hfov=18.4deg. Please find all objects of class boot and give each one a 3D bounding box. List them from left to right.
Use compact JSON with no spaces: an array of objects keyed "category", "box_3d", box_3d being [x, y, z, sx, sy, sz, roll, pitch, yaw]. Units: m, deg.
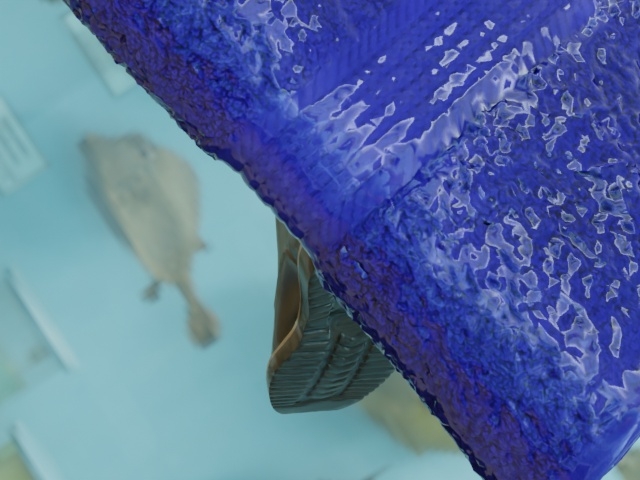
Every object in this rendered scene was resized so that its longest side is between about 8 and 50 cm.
[{"category":"boot","box_3d":[0.000,0.000,1.118,0.198,0.077,0.137,110,-30,-53]}]

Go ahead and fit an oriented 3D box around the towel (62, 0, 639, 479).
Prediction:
[{"category":"towel","box_3d":[0.040,-0.087,0.634,0.308,0.227,0.076,47,-43,2]}]
